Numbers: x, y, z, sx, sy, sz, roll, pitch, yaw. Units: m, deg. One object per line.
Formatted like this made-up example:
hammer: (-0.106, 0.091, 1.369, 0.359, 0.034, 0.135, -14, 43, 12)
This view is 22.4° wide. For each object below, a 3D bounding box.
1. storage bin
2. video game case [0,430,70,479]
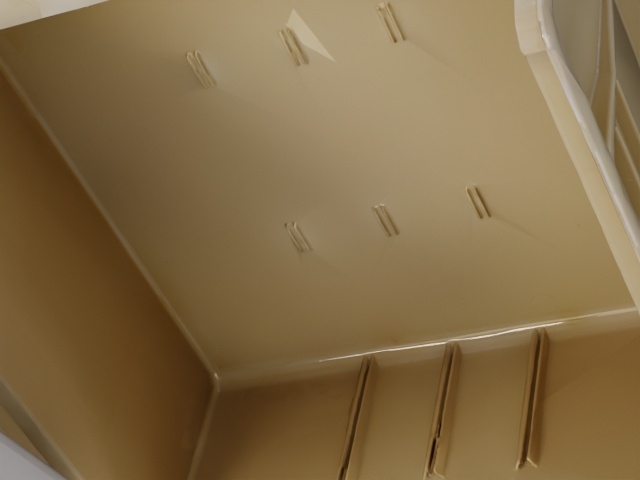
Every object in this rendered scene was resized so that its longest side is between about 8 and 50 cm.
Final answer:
storage bin: (0.000, 0.000, 0.592, 0.262, 0.123, 0.260, -11, 131, 25)
video game case: (-0.243, 0.025, 0.616, 0.329, 0.036, 0.300, 39, 162, -13)
